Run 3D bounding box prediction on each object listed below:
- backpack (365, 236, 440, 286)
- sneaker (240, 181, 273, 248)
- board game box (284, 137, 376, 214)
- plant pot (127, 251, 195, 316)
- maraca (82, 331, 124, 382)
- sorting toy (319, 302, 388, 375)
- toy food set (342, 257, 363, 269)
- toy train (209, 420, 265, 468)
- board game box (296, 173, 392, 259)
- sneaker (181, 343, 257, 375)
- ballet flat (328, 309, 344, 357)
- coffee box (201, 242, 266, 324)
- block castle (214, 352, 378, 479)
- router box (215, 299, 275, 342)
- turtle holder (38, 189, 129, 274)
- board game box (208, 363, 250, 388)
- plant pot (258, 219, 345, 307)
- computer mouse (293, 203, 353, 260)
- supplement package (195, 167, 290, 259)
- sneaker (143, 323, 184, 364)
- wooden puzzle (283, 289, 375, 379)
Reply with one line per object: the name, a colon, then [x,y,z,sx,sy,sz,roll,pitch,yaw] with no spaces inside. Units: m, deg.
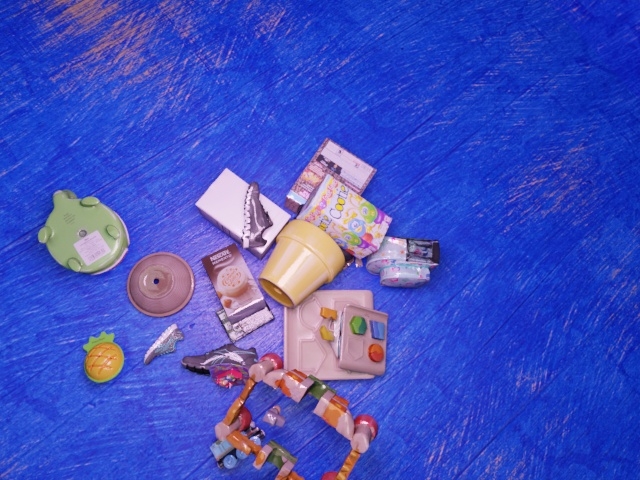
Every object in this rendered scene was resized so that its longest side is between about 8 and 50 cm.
backpack: [0.295,0.078,1.666,0.254,0.225,0.191,11,71,-2]
sneaker: [-0.212,-0.083,1.521,0.106,0.078,0.234,5,82,-10]
board game box: [0.036,-0.203,1.728,0.232,0.141,0.291,33,75,0]
plant pot: [-0.572,0.152,1.580,0.237,0.110,0.237,2,79,-8]
maraca: [-0.740,0.395,1.513,0.127,0.099,0.185,-21,56,-20]
sorting toy: [0.125,0.343,1.573,0.307,0.041,0.229,20,68,-31]
toy food set: [0.064,0.061,1.728,0.192,0.038,0.132,-11,80,-11]
toy train: [-0.283,0.693,1.522,0.184,0.080,0.105,-34,79,-13]
board game box: [0.082,-0.077,1.547,0.275,0.144,0.142,33,63,-10]
sneaker: [-0.352,0.423,1.574,0.267,0.101,0.106,8,60,-10]
ballet flat: [0.055,0.334,1.593,0.052,0.057,0.168,2,72,16]
coffee box: [-0.312,0.153,1.591,0.141,0.098,0.246,-26,66,-14]
block castle: [-0.072,0.590,1.416,0.453,0.213,0.303,30,90,14]
router box: [-0.275,0.273,1.629,0.179,0.046,0.133,-29,82,-13]
turtle holder: [-0.812,-0.020,1.521,0.320,0.227,0.243,25,77,-2]
board game box: [-0.311,0.475,1.520,0.133,0.168,0.033,2,48,-2]
plant pot: [-0.082,0.096,1.554,0.254,0.254,0.239,39,64,1]
computer mouse: [0.000,0.000,1.649,0.272,0.188,0.072,36,56,2]
supplement package: [-0.281,-0.091,1.640,0.293,0.175,0.177,37,76,0]
sneaker: [-0.547,0.376,1.561,0.076,0.065,0.166,41,77,-2]
wooden puzzle: [0.032,0.347,1.647,0.348,0.080,0.322,2,78,-13]
